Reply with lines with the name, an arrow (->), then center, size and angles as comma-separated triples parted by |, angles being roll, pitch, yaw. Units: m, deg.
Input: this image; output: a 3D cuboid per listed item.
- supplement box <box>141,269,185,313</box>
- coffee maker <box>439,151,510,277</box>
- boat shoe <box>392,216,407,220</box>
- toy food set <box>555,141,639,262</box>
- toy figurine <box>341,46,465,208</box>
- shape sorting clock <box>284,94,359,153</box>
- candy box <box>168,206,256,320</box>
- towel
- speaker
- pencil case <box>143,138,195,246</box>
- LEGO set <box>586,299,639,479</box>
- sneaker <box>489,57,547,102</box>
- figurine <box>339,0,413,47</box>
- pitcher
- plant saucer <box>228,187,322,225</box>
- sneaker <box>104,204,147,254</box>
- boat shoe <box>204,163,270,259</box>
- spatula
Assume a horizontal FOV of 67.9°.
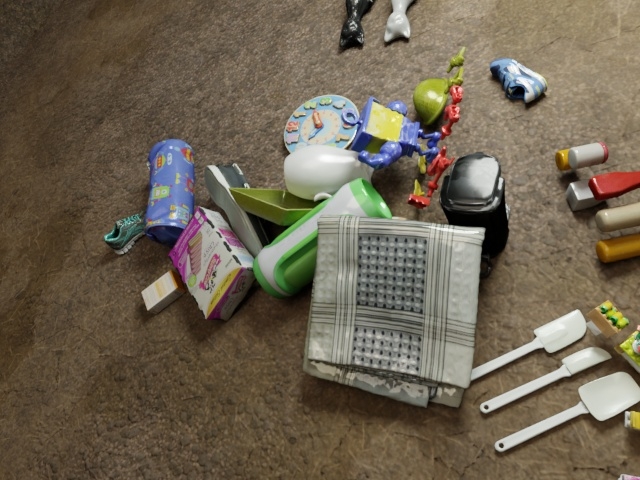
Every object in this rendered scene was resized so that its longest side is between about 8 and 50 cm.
supplement box -> -0.395, 0.130, 1.198 | 0.098, 0.036, 0.062 | -36, 56, 4
coffee maker -> 0.293, -0.044, 0.874 | 0.120, 0.178, 0.171 | -16, 59, 18
boat shoe -> 0.150, 0.024, 0.978 | 0.059, 0.063, 0.170 | -5, 62, 30
toy food set -> 0.514, -0.088, 0.837 | 0.104, 0.111, 0.233 | -12, 59, 6
toy figurine -> 0.157, -0.263, 0.990 | 0.217, 0.191, 0.363 | 16, 62, -2
shape sorting clock -> 0.000, -0.292, 1.221 | 0.206, 0.040, 0.206 | -11, 62, 21
candy box -> -0.255, 0.052, 1.125 | 0.233, 0.071, 0.159 | 46, 109, 34
towel -> 0.119, 0.123, 0.854 | 0.311, 0.056, 0.325 | 7, 95, 20
speaker -> 0.000, 0.000, 0.995 | 0.296, 0.131, 0.131 | -37, 55, 19
pencil case -> -0.409, -0.131, 1.285 | 0.133, 0.119, 0.306 | -10, 60, 1
LEGO set -> 0.484, 0.217, 0.678 | 0.132, 0.107, 0.287 | -3, 69, 11
sneaker -> 0.422, -0.352, 1.045 | 0.059, 0.053, 0.144 | -44, 54, 2
figurine -> 0.161, -0.627, 1.297 | 0.214, 0.092, 0.210 | 4, 75, 26
pitcher -> 0.024, -0.138, 1.085 | 0.206, 0.125, 0.178 | -4, 61, 12
plant saucer -> -0.085, -0.075, 1.083 | 0.188, 0.188, 0.045 | 22, 107, 36
sneaker -> -0.530, -0.038, 1.323 | 0.065, 0.076, 0.166 | 36, 84, 33
boat shoe -> -0.184, -0.080, 1.165 | 0.091, 0.114, 0.303 | -18, 65, -30
spatula -> 0.369, 0.239, 0.791 | 0.241, 0.019, 0.168 | -29, 58, 8
